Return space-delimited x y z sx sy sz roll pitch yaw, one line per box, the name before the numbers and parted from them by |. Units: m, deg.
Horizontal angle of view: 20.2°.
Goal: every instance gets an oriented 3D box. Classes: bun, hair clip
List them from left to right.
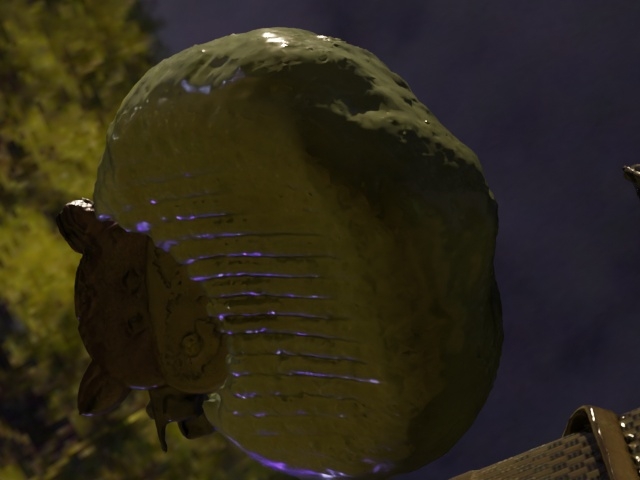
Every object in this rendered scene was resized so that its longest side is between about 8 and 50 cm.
hair clip | -0.110 0.058 1.279 0.146 0.056 0.187 -7 -80 21
bun | 0.000 0.000 0.811 0.204 0.126 0.212 21 -51 35

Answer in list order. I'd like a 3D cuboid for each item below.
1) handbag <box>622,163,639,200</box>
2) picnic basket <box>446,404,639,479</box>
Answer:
handbag | 0.432 -0.023 1.114 0.317 0.416 0.180 -129 -161 -71
picnic basket | 0.162 0.219 0.845 0.139 0.165 0.267 -24 -66 12
